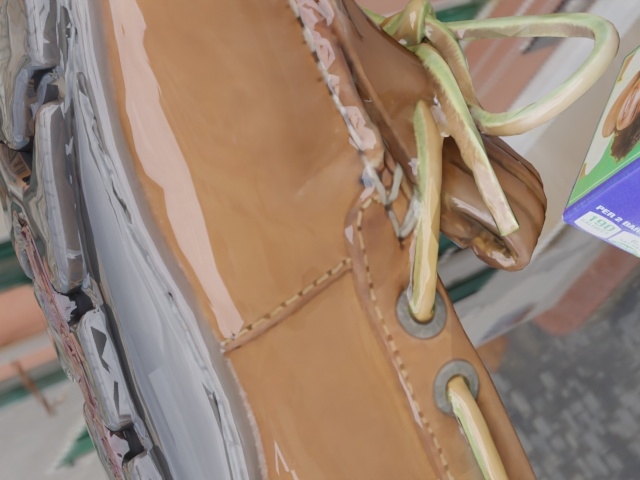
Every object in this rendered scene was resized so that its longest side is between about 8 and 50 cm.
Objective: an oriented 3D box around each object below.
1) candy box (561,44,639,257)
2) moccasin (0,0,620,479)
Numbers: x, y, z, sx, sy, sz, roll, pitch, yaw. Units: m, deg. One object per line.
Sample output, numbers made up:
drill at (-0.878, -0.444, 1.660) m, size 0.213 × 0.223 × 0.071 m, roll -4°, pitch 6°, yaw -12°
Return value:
candy box at (0.307, -0.042, 0.757) m, size 0.268 × 0.122 × 0.317 m, roll 25°, pitch 159°, yaw -7°
moccasin at (0.001, 0.000, 0.429) m, size 0.380 × 0.147 × 0.139 m, roll 71°, pitch 161°, yaw 1°
